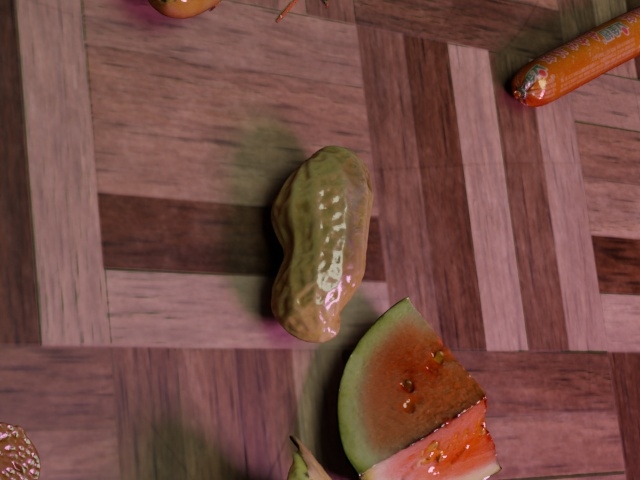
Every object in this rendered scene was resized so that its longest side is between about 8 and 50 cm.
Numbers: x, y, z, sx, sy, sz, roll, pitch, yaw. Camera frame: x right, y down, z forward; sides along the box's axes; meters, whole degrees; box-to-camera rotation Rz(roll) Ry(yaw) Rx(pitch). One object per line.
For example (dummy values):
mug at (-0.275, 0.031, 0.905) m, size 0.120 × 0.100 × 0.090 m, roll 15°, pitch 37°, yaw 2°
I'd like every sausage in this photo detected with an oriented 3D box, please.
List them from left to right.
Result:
sausage at (0.322, -0.219, 1.855) m, size 0.347 × 0.053 × 0.053 m, roll -29°, pitch 97°, yaw -44°

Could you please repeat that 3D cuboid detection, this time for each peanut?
peanut at (0.000, 0.000, 1.471) m, size 0.093 × 0.083 × 0.194 m, roll 29°, pitch 60°, yaw -33°

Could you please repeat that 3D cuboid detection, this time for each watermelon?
watermelon at (0.096, 0.171, 1.510) m, size 0.145 × 0.137 × 0.193 m, roll 71°, pitch 32°, yaw -54°

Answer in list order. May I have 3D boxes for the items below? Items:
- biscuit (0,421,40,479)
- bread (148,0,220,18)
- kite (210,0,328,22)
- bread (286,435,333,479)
biscuit at (-0.296, 0.183, 1.180) m, size 0.205 × 0.031 × 0.138 m, roll -10°, pitch 84°, yaw -44°
bread at (-0.114, -0.274, 1.457) m, size 0.189 × 0.077 × 0.114 m, roll -55°, pitch 132°, yaw -33°
kite at (-0.053, -0.302, 1.568) m, size 0.198 × 0.006 × 0.244 m, roll 55°, pitch 48°, yaw -16°
bread at (0.122, 0.402, 1.334) m, size 0.345 × 0.242 × 0.405 m, roll 42°, pitch 50°, yaw -53°
